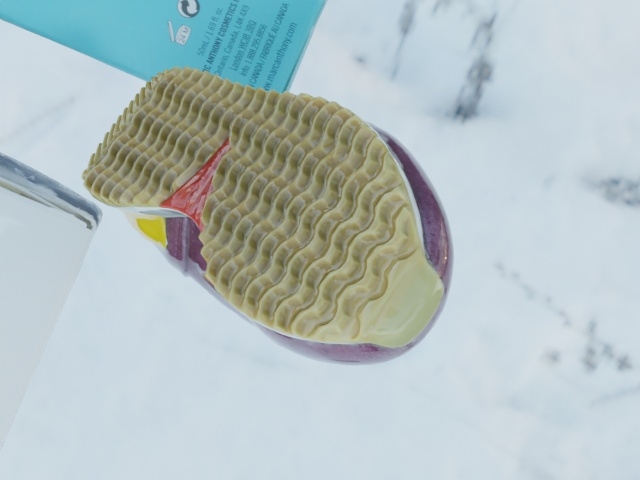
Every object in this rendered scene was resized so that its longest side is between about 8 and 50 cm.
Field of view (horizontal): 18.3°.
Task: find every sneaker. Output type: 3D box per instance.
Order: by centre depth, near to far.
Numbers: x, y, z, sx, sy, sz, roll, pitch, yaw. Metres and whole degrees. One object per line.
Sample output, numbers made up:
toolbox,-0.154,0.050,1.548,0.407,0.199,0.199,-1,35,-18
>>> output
sneaker,0.000,0.000,0.599,0.084,0.069,0.185,37,-1,-33

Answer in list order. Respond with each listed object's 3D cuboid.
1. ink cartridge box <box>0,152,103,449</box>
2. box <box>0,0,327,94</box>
ink cartridge box,-0.175,0.030,0.748,0.092,0.218,0.158,24,88,-20
box,-0.118,-0.120,0.767,0.244,0.060,0.100,23,10,-3
